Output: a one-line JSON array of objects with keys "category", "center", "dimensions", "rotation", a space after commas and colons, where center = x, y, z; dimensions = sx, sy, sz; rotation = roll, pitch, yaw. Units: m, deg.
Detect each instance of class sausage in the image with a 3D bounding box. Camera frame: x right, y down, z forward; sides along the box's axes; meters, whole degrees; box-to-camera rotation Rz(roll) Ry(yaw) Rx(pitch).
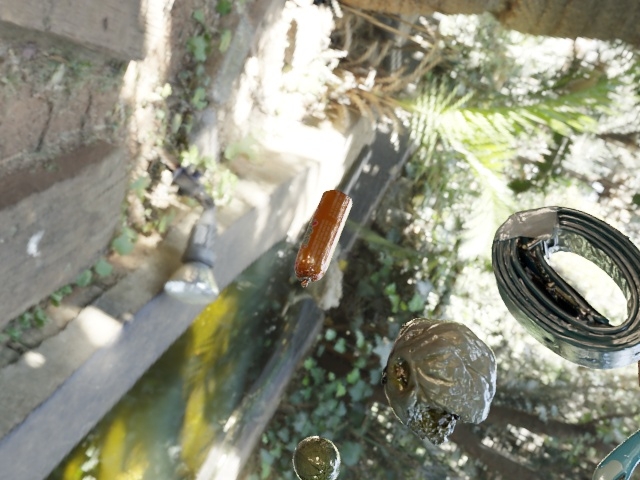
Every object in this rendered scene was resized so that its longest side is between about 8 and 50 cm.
[{"category": "sausage", "center": [0.000, 0.000, 1.948], "dimensions": [0.093, 0.093, 0.312], "rotation": [103, 8, -54]}]

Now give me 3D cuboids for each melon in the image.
[{"category": "melon", "center": [-0.007, 0.453, 1.461], "dimensions": [0.098, 0.098, 0.131], "rotation": [-65, -164, 2]}]

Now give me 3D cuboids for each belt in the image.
[{"category": "belt", "center": [0.603, 0.103, 1.701], "dimensions": [0.300, 0.436, 0.173], "rotation": [-39, 150, -4]}]

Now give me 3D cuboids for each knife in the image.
[{"category": "knife", "center": [0.661, 0.456, 1.514], "dimensions": [0.222, 0.064, 0.031], "rotation": [-34, 137, -16]}]

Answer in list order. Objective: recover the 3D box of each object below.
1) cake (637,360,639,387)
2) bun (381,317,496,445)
[{"category": "cake", "center": [0.929, 0.296, 1.962], "dimensions": [0.090, 0.109, 0.225], "rotation": [-111, -162, -66]}, {"category": "bun", "center": [0.245, 0.290, 1.566], "dimensions": [0.281, 0.205, 0.281], "rotation": [-47, -145, 48]}]
